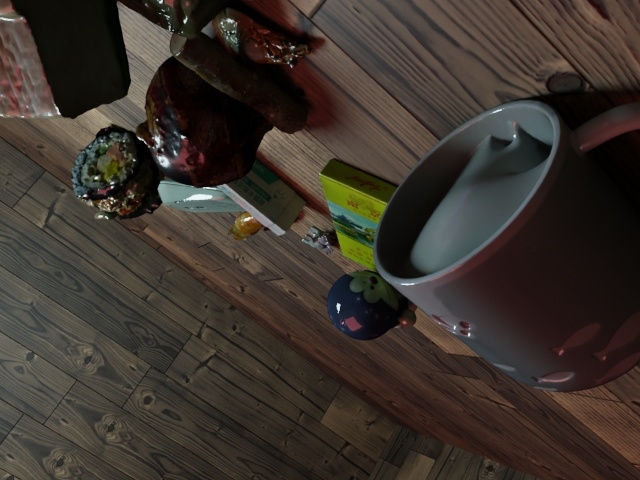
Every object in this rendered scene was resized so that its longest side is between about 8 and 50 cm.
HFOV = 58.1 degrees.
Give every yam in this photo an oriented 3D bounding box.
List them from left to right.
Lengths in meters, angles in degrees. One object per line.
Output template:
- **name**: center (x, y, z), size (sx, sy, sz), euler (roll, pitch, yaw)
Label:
- **yam**: center (-0.117, -0.235, 0.860), size (0.061, 0.061, 0.252), euler (16, 173, 43)

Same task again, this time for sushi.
- **sushi**: center (-0.564, -0.175, 1.641), size (0.238, 0.225, 0.219), euler (1, 155, 29)

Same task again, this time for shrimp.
- **shrimp**: center (-0.155, -0.041, 1.433), size (0.150, 0.068, 0.248), euler (5, 169, -36)
- **shrimp**: center (-0.088, -0.283, 0.822), size (0.184, 0.043, 0.091), euler (26, 157, 26)

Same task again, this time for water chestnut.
- **water chestnut**: center (-0.182, -0.207, 0.969), size (0.223, 0.238, 0.224), euler (163, 90, -89)

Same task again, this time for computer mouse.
- **computer mouse**: center (-0.281, -0.127, 1.447), size (0.288, 0.097, 0.159), euler (-1, 170, 35)

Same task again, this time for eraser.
- **eraser**: center (-0.145, -0.117, 1.255), size (0.225, 0.096, 0.052), euler (40, 157, -16)

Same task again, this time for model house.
- **model house**: center (-0.459, -0.320, 0.792), size (0.284, 0.243, 0.299), euler (-3, 113, 9)

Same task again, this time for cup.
- **cup**: center (0.280, -0.001, 0.657), size (0.274, 0.260, 0.356), euler (40, 130, -22)

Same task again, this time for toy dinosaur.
- **toy dinosaur**: center (0.001, -0.002, 1.381), size (0.082, 0.039, 0.209), euler (31, 173, 0)

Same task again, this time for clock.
- **clock**: center (0.120, 0.143, 1.290), size (0.199, 0.147, 0.243), euler (28, -168, 29)

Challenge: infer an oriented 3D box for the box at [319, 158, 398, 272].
- **box**: center (0.110, -0.021, 1.146), size (0.186, 0.047, 0.335), euler (27, 160, 22)

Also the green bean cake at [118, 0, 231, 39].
- **green bean cake**: center (-0.212, -0.385, 0.651), size (0.241, 0.132, 0.255), euler (35, 162, 8)
